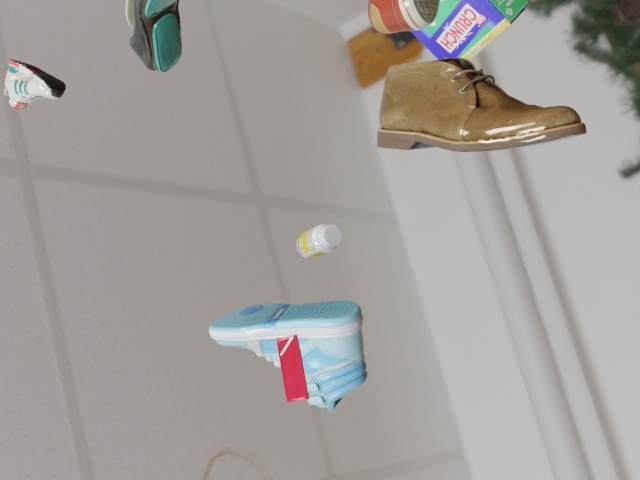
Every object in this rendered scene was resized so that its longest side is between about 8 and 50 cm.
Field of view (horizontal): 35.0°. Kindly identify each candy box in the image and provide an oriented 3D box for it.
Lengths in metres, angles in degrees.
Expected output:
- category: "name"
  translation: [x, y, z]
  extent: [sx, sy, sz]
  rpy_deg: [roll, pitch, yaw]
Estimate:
- category: "candy box"
  translation: [0.313, -0.605, 2.502]
  extent: [0.317, 0.268, 0.122]
  rpy_deg: [43, -121, -5]

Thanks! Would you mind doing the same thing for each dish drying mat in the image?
- category: "dish drying mat"
  translation: [-0.036, 0.163, 1.292]
  extent: [0.008, 0.032, 0.083]
  rpy_deg: [7, -108, -67]

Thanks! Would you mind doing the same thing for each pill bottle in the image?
- category: "pill bottle"
  translation: [0.000, 0.000, 2.216]
  extent: [0.065, 0.116, 0.065]
  rpy_deg: [6, -104, -27]

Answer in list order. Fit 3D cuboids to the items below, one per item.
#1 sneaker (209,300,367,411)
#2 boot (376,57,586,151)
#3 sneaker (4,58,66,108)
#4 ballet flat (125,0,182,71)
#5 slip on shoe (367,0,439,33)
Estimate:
- category: "sneaker"
  translation: [-0.056, 0.229, 1.924]
  extent: [0.127, 0.319, 0.208]
  rpy_deg: [-41, -57, -56]
- category: "boot"
  translation: [0.183, -0.165, 1.231]
  extent: [0.112, 0.305, 0.115]
  rpy_deg: [-7, -78, -42]
- category: "sneaker"
  translation: [-0.491, -0.253, 1.731]
  extent: [0.057, 0.161, 0.075]
  rpy_deg: [11, -74, -49]
- category: "ballet flat"
  translation: [-0.254, -0.359, 1.510]
  extent: [0.096, 0.280, 0.095]
  rpy_deg: [41, -121, 10]
- category: "slip on shoe"
  translation: [0.147, -0.455, 1.645]
  extent: [0.123, 0.101, 0.331]
  rpy_deg: [50, -138, -36]
